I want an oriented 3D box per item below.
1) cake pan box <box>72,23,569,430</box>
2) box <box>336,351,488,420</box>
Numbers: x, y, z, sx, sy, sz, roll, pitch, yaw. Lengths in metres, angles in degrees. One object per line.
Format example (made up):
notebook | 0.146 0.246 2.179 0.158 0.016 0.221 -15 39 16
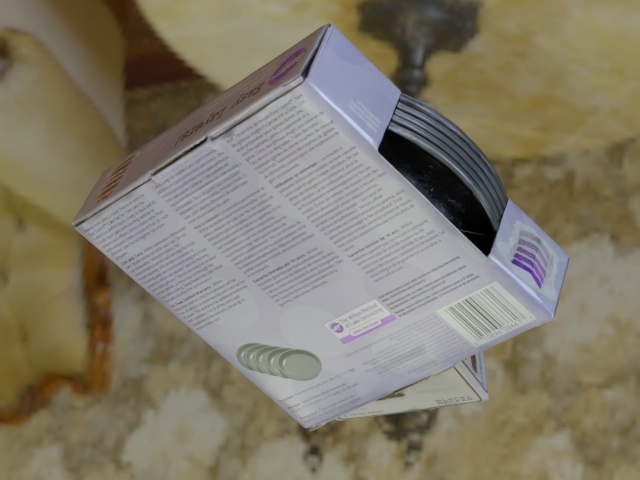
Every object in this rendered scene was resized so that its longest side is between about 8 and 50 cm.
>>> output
cake pan box | 0.000 0.000 1.212 0.245 0.070 0.267 40 135 -21
box | 0.046 0.084 1.676 0.169 0.087 0.290 -10 157 17
